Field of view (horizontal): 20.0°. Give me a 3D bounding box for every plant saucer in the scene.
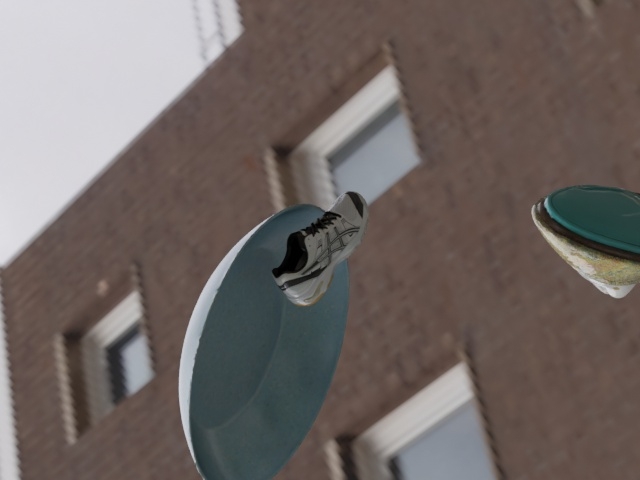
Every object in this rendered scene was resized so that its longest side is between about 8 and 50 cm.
[{"bbox_3d":[-0.044,0.066,1.171,0.037,0.195,0.195,16,-156,26],"label":"plant saucer"}]

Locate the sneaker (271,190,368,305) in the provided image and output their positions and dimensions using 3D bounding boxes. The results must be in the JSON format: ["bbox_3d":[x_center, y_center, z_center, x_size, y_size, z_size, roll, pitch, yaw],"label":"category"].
[{"bbox_3d":[0.000,0.000,1.149,0.037,0.032,0.083,43,-111,-37],"label":"sneaker"}]

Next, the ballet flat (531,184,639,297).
[{"bbox_3d":[0.344,0.004,1.922,0.348,0.123,0.123,-7,-117,-39],"label":"ballet flat"}]
